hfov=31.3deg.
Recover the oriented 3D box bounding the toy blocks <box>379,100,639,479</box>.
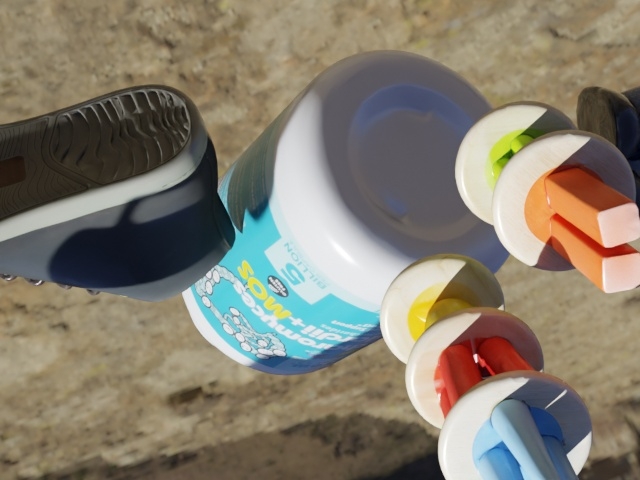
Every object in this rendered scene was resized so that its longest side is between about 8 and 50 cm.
[{"bbox_3d":[0.075,0.025,0.392,0.054,0.148,0.123,21,107,-16],"label":"toy blocks"}]

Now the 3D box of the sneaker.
[{"bbox_3d":[-0.156,0.001,0.597,0.222,0.083,0.118,-11,145,3],"label":"sneaker"}]

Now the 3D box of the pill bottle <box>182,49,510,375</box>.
[{"bbox_3d":[0.000,0.000,0.715,0.146,0.146,0.264,-13,167,-28],"label":"pill bottle"}]

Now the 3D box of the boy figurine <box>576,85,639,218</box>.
[{"bbox_3d":[0.314,-0.058,0.736,0.285,0.177,0.092,-6,-173,-5],"label":"boy figurine"}]
